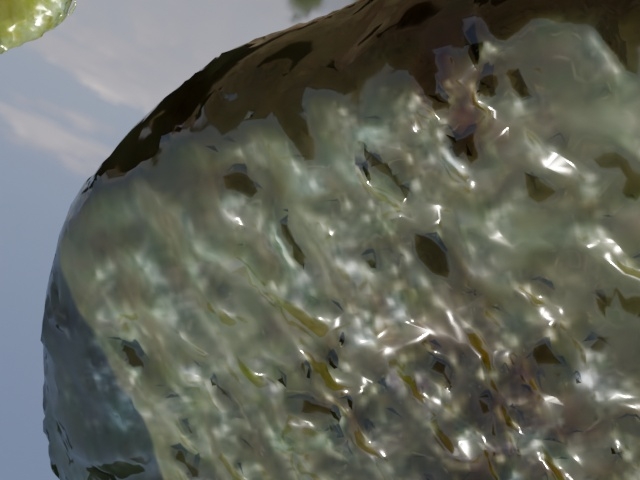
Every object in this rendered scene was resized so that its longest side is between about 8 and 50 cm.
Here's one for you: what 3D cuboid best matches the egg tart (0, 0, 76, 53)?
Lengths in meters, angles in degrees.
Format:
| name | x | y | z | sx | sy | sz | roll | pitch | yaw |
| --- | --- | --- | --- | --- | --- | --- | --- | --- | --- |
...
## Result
| name | x | y | z | sx | sy | sz | roll | pitch | yaw |
| --- | --- | --- | --- | --- | --- | --- | --- | --- | --- |
| egg tart | -0.182 | -0.137 | 0.731 | 0.197 | 0.197 | 0.078 | 11 | -127 | -63 |

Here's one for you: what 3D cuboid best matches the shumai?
| name | x | y | z | sx | sy | sz | roll | pitch | yaw |
| --- | --- | --- | --- | --- | --- | --- | --- | --- | --- |
| shumai | 0.115 | 0.022 | 0.678 | 0.397 | 0.324 | 0.323 | -12 | -163 | 23 |
